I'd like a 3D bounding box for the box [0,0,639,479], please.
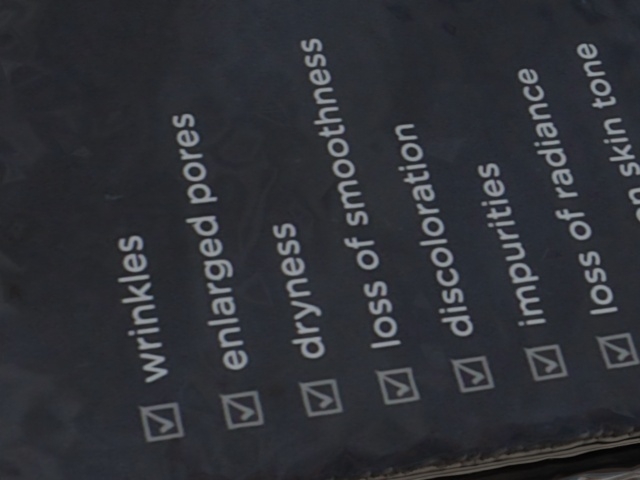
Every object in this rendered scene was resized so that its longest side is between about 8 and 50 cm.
[{"bbox_3d":[-0.057,-0.054,0.749,0.471,0.480,0.297,-6,-26,-15],"label":"box"}]
